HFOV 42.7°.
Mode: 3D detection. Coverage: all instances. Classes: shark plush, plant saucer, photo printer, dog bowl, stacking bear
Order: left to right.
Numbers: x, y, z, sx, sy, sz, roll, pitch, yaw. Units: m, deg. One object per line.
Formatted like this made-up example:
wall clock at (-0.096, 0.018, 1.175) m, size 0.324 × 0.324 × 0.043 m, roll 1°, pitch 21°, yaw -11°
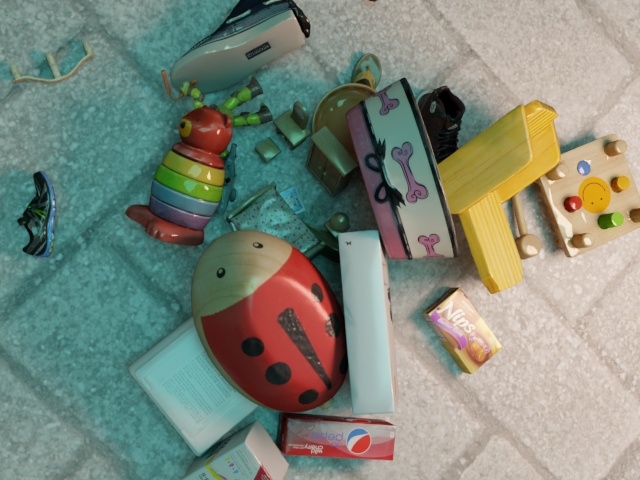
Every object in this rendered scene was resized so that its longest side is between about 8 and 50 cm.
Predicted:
stacking bear at (-0.280, -0.150, 1.772) m, size 0.164 × 0.175 × 0.289 m, roll 14°, pitch 103°, yaw -41°
photo printer at (-0.229, 0.283, 1.817) m, size 0.307 × 0.107 × 0.256 m, roll -39°, pitch 98°, yaw -14°
shark plush at (-0.206, -0.138, 1.853) m, size 0.073 × 0.067 × 0.161 m, roll 24°, pitch 107°, yaw -17°
plant saucer at (0.074, -0.275, 1.954) m, size 0.199 × 0.037 × 0.200 m, roll -2°, pitch 101°, yaw -12°
dog bowl at (0.172, -0.138, 1.784) m, size 0.150 × 0.408 × 0.408 m, roll -16°, pitch 90°, yaw 6°

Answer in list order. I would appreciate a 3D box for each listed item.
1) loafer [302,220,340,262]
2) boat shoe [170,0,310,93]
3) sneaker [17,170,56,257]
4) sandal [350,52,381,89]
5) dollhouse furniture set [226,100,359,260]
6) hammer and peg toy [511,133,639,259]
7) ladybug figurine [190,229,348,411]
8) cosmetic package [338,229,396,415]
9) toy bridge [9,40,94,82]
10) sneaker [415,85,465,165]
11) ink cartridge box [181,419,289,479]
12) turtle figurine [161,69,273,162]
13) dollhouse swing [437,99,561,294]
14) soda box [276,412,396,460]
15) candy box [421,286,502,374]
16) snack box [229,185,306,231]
loafer at (0.000, 0.000, 1.929) m, size 0.148 × 0.056 × 0.050 m, roll 34°, pitch 42°, yaw -2°
boat shoe at (-0.198, -0.468, 1.892) m, size 0.340 × 0.127 × 0.158 m, roll -22°, pitch 54°, yaw 1°
sneaker at (-0.613, -0.058, 1.766) m, size 0.078 × 0.067 × 0.188 m, roll 3°, pitch 88°, yaw -20°
sandal at (0.098, -0.372, 1.981) m, size 0.072 × 0.049 × 0.180 m, roll 31°, pitch 79°, yaw -10°
dollhouse furniture set at (-0.104, -0.094, 1.814) m, size 0.355 × 0.174 × 0.303 m, roll -38°, pitch 82°, yaw -14°
hammer and peg toy at (0.637, -0.102, 2.058) m, size 0.361 × 0.127 × 0.266 m, roll -21°, pitch 91°, yaw -15°
ladybug figurine at (-0.082, 0.182, 1.708) m, size 0.305 × 0.162 × 0.449 m, roll -42°, pitch 112°, yaw -19°
cosmetic package at (0.110, 0.180, 1.806) m, size 0.097 × 0.284 × 0.378 m, roll -6°, pitch 84°, yaw 9°
toy bridge at (-0.593, -0.384, 1.817) m, size 0.188 × 0.026 × 0.063 m, roll -23°, pitch 93°, yaw -15°
sneaker at (0.294, -0.237, 1.962) m, size 0.106 × 0.162 × 0.282 m, roll -9°, pitch 88°, yaw -15°
ink cartridge box at (-0.184, 0.502, 1.773) m, size 0.176 × 0.127 × 0.128 m, roll -33°, pitch 94°, yaw 13°
turtle figurine at (-0.230, -0.289, 1.847) m, size 0.217 × 0.087 × 0.270 m, roll -27°, pitch 105°, yaw -10°
dollhouse swing at (0.461, -0.095, 1.855) m, size 0.315 × 0.346 × 0.305 m, roll -36°, pitch 77°, yaw 23°
soda box at (0.036, 0.451, 1.881) m, size 0.263 × 0.092 × 0.084 m, roll 7°, pitch 86°, yaw -14°
candy box at (0.346, 0.219, 1.999) m, size 0.109 × 0.053 × 0.187 m, roll -37°, pitch 96°, yaw -14°
snack box at (-0.126, -0.063, 1.914) m, size 0.178 × 0.022 × 0.064 m, roll -25°, pitch 91°, yaw -15°
